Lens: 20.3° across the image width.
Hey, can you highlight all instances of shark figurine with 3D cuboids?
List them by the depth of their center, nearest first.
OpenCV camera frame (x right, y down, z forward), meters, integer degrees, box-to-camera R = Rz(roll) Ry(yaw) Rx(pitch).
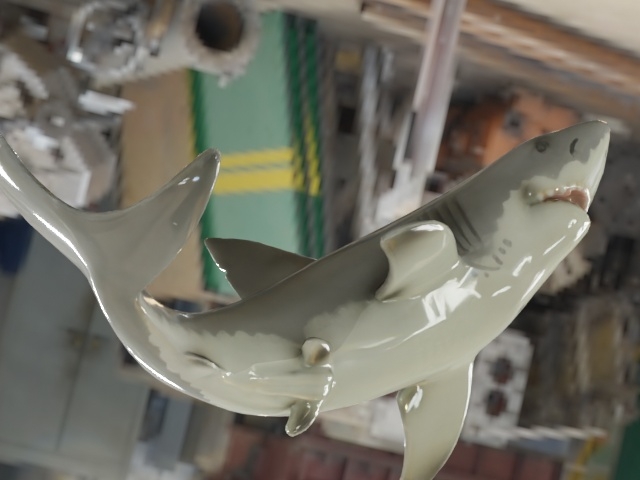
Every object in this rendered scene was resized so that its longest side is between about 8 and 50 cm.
[{"bbox_3d":[-0.022,0.016,0.679,0.278,0.166,0.116,-2,-150,-44],"label":"shark figurine"}]
